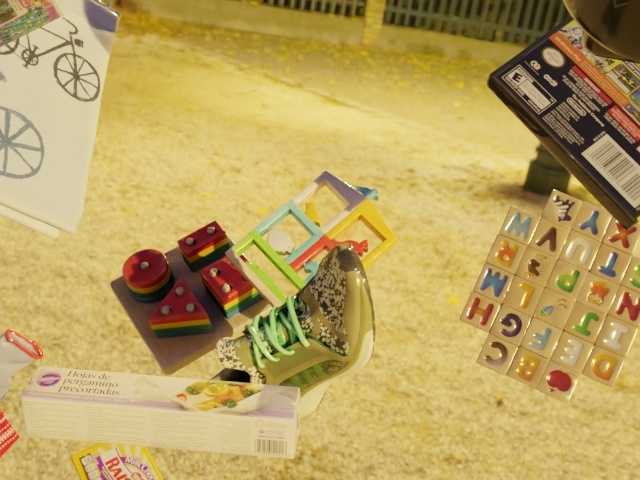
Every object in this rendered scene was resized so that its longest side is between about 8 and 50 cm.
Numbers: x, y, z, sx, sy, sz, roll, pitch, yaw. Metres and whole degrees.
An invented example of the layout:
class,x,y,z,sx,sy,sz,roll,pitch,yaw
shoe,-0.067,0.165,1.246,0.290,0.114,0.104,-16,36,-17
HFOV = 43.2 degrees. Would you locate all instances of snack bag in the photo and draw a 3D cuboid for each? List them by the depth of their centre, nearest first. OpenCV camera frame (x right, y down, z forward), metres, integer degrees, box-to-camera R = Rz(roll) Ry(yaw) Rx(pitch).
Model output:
class,x,y,z,sx,sy,sz,roll,pitch,yaw
snack bag,-0.382,-0.207,0.877,0.037,0.343,0.323,-24,-38,39

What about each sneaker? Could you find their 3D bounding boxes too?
class,x,y,z,sx,sy,sz,roll,pitch,yaw
sneaker,-0.055,0.156,1.184,0.182,0.410,0.158,-2,52,-29

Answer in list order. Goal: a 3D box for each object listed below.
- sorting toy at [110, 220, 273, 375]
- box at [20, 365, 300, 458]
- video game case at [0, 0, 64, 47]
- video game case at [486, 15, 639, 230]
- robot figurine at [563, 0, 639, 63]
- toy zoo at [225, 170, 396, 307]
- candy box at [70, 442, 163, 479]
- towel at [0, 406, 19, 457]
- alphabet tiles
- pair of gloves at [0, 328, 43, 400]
class,x,y,z,sx,sy,sz,roll,pitch,yaw
sorting toy,-0.250,0.087,1.555,0.255,0.089,0.257,-29,51,-18
box,-0.185,0.203,0.960,0.323,0.067,0.063,3,28,3
video game case,-0.318,-0.215,0.724,0.143,0.019,0.157,-31,-12,-9
video game case,0.406,-0.188,1.085,0.248,0.035,0.275,-36,74,-13
robot figurine,0.245,-0.220,0.510,0.173,0.278,0.209,-25,70,-5
toy zoo,0.000,0.000,1.461,0.293,0.030,0.192,-39,72,-15
candy box,-0.273,0.383,1.178,0.105,0.027,0.206,-23,71,-28
towel,-0.576,0.287,1.242,0.031,0.275,0.199,9,41,23
alphabet tiles,0.423,0.096,1.425,0.285,0.343,0.011,24,-4,11
pair of gloves,-0.399,0.112,0.828,0.198,0.159,0.023,48,13,-33
